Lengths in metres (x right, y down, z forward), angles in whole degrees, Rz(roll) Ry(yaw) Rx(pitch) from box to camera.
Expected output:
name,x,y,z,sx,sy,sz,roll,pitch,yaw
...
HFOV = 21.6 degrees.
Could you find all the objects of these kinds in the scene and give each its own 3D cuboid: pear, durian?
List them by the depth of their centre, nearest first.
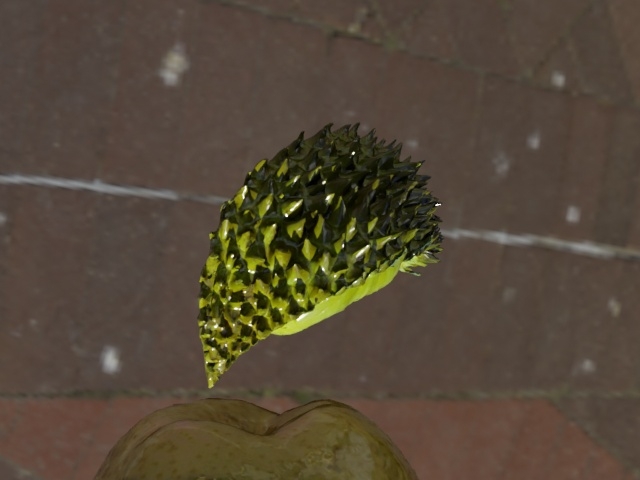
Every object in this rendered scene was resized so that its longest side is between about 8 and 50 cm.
name,x,y,z,sx,sy,sz,roll,pitch,yaw
pear,-0.036,0.223,1.011,0.271,0.271,0.271,-15,111,-46
durian,0.000,0.000,1.570,0.352,0.158,0.169,-30,162,-48
